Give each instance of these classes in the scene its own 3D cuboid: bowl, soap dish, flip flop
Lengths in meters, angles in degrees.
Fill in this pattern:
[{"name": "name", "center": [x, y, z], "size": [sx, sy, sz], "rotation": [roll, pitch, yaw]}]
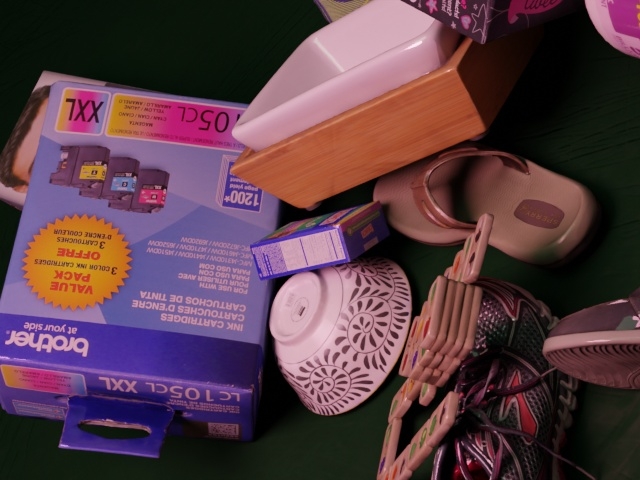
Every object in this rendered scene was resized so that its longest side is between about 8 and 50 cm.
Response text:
[{"name": "bowl", "center": [0.003, 0.078, 1.455], "size": [0.170, 0.080, 0.170], "rotation": [-32, 43, 35]}, {"name": "soap dish", "center": [0.071, -0.157, 1.462], "size": [0.290, 0.118, 0.229], "rotation": [-21, 24, 39]}, {"name": "flip flop", "center": [0.143, -0.043, 1.385], "size": [0.277, 0.080, 0.112], "rotation": [22, 83, 54]}]

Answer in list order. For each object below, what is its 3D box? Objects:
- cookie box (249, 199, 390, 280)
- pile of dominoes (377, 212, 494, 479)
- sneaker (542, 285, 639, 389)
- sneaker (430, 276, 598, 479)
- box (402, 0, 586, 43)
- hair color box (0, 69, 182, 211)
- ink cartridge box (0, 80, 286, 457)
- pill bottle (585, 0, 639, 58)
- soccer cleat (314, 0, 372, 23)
[{"name": "cookie box", "center": [0.000, 0.000, 1.453], "size": [0.107, 0.092, 0.040], "rotation": [-13, 100, 31]}, {"name": "pile of dominoes", "center": [0.081, 0.105, 1.281], "size": [0.251, 0.040, 0.196], "rotation": [117, 168, -59]}, {"name": "sneaker", "center": [0.285, 0.044, 1.176], "size": [0.222, 0.083, 0.118], "rotation": [-12, 51, 33]}, {"name": "sneaker", "center": [0.146, 0.152, 1.223], "size": [0.121, 0.112, 0.299], "rotation": [-32, 43, 32]}, {"name": "box", "center": [0.192, -0.293, 1.305], "size": [0.142, 0.247, 0.163], "rotation": [36, 135, 39]}, {"name": "hair color box", "center": [-0.266, -0.094, 1.863], "size": [0.374, 0.113, 0.185], "rotation": [16, 78, 53]}, {"name": "ink cartridge box", "center": [-0.180, 0.047, 1.529], "size": [0.151, 0.269, 0.396], "rotation": [96, -179, -62]}, {"name": "pill bottle", "center": [0.362, -0.199, 1.170], "size": [0.301, 0.169, 0.169], "rotation": [29, 89, 54]}, {"name": "soccer cleat", "center": [0.093, -0.355, 1.624], "size": [0.093, 0.121, 0.289], "rotation": [29, 88, 54]}]
